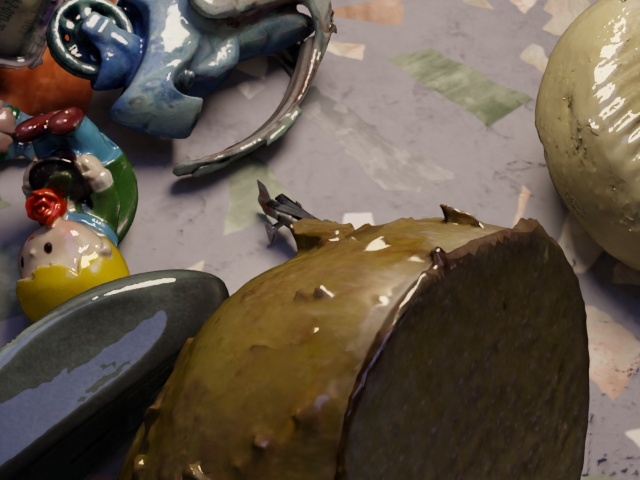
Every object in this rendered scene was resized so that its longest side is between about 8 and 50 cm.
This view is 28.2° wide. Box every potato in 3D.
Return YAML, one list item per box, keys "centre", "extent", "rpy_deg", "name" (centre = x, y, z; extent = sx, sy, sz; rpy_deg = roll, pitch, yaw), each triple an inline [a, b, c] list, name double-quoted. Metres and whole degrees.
- centre: [-0.005, 0.169, 1.055]
  extent: [0.319, 0.385, 0.442]
  rpy_deg: [6, 30, 34]
  name: "potato"

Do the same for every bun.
- centre: [0.399, -0.102, 1.399]
  extent: [0.362, 0.234, 0.326]
  rpy_deg: [36, 62, 1]
  name: "bun"

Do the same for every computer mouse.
- centre: [-0.238, 0.146, 1.132]
  extent: [0.114, 0.203, 0.374]
  rpy_deg: [44, 65, 13]
  name: "computer mouse"

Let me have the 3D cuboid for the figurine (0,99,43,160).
- centre: [-0.400, -0.139, 1.416]
  extent: [0.178, 0.114, 0.144]
  rpy_deg: [14, 28, -10]
  name: "figurine"

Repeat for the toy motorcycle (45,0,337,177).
- centre: [-0.127, -0.219, 1.446]
  extent: [0.319, 0.182, 0.241]
  rpy_deg: [-32, 62, -28]
  name: "toy motorcycle"

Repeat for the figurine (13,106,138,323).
- centre: [-0.254, -0.006, 1.275]
  extent: [0.127, 0.185, 0.234]
  rpy_deg: [0, 48, 17]
  name: "figurine"

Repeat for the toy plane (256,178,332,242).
- centre: [0.000, 0.000, 1.363]
  extent: [0.053, 0.078, 0.197]
  rpy_deg: [-36, 50, -26]
  name: "toy plane"

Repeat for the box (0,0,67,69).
- centre: [-0.390, -0.378, 1.507]
  extent: [0.112, 0.190, 0.370]
  rpy_deg: [6, 40, -38]
  name: "box"
